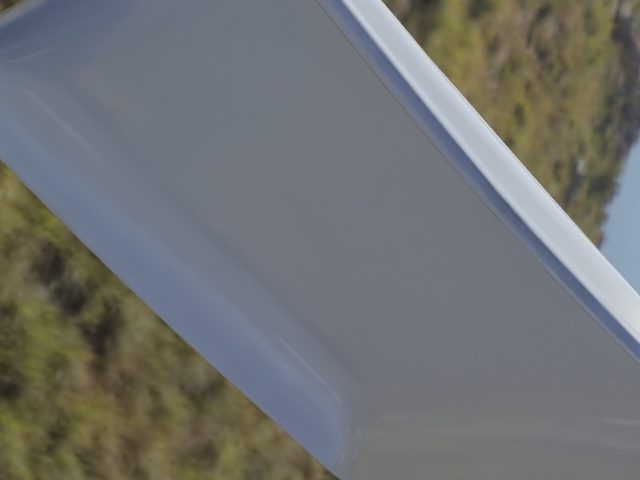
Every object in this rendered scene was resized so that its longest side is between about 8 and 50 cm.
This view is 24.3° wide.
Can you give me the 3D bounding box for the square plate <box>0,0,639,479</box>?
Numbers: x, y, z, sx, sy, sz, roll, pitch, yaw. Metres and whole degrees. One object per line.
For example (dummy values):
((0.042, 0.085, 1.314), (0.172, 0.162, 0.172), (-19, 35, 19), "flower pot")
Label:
((0.000, 0.000, 0.682), (0.347, 0.344, 0.049), (46, 65, -19), "square plate")
